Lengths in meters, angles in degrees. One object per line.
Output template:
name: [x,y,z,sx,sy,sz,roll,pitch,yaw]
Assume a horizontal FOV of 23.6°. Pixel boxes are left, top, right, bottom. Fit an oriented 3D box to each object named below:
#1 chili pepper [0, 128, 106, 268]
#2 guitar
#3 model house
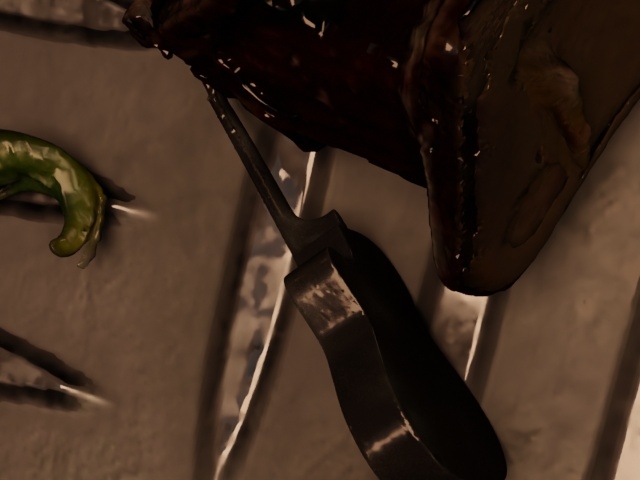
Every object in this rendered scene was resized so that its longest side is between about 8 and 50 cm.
chili pepper: [-0.257,0.049,0.687,0.359,0.076,0.085,-31,55,18]
guitar: [0.000,0.000,0.594,0.025,0.088,0.233,-35,69,17]
model house: [0.042,-0.110,0.563,0.164,0.141,0.203,30,79,39]
